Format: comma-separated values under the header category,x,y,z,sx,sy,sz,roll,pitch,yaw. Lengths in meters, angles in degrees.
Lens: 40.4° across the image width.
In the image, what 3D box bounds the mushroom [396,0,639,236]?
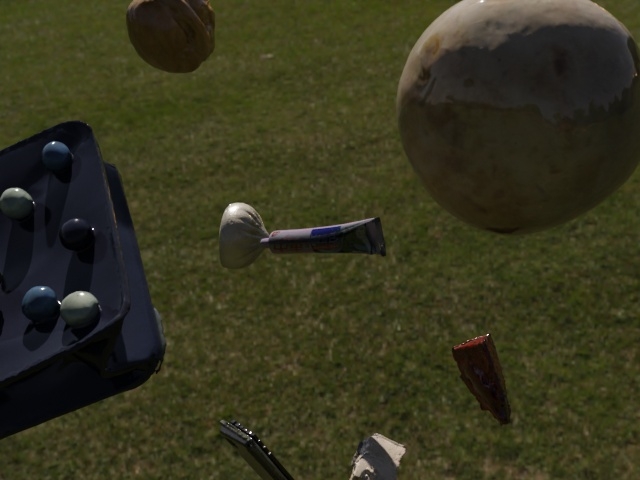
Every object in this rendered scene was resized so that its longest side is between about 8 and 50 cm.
category,x,y,z,sx,sy,sz,roll,pitch,yaw
mushroom,0.250,-0.165,1.052,0.297,0.297,0.290,9,25,26

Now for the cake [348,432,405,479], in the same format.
category,x,y,z,sx,sy,sz,roll,pitch,yaw
cake,0.047,0.271,0.922,0.052,0.121,0.065,18,27,4

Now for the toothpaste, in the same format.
category,x,y,z,sx,sy,sz,roll,pitch,yaw
toothpaste,0.000,0.000,0.998,0.170,0.045,0.028,-3,10,35

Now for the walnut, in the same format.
category,x,y,z,sx,sy,sz,roll,pitch,yaw
walnut,-0.248,-0.359,1.450,0.149,0.166,0.166,16,33,38

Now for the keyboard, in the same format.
category,x,y,z,sx,sy,sz,roll,pitch,yaw
keyboard,-0.049,0.317,1.129,0.025,0.230,0.094,-46,30,-20

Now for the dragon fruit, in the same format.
category,x,y,z,sx,sy,sz,roll,pitch,yaw
dragon fruit,0.233,0.206,1.260,0.063,0.131,0.097,-19,-11,14

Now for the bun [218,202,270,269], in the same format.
category,x,y,z,sx,sy,sz,roll,pitch,yaw
bun,-0.147,-0.006,1.743,0.094,0.138,0.138,6,28,10

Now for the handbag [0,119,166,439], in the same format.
category,x,y,z,sx,sy,sz,roll,pitch,yaw
handbag,-0.327,0.037,0.909,0.269,0.118,0.325,-24,50,0
